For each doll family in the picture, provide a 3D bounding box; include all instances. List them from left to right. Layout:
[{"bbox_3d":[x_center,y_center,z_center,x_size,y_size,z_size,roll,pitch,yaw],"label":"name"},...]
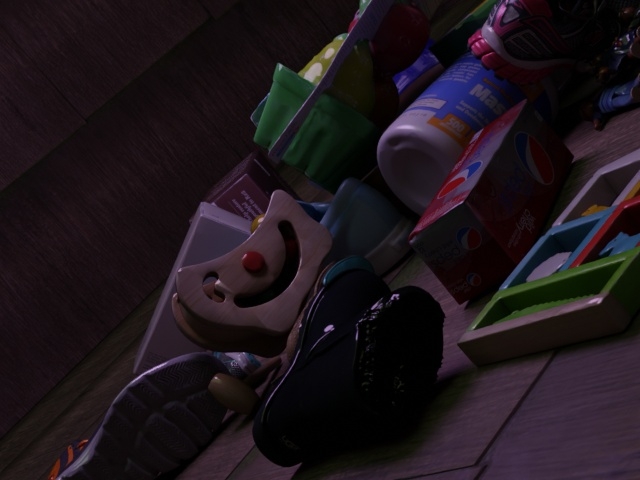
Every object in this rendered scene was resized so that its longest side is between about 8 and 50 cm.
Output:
[{"bbox_3d":[0.359,-0.212,1.407,0.193,0.076,0.111,-48,15,-24],"label":"doll family"}]

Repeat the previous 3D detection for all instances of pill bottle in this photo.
[{"bbox_3d":[0.206,-0.157,1.527,0.272,0.152,0.152,-46,10,-30],"label":"pill bottle"}]

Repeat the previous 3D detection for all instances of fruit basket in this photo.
[{"bbox_3d":[0.052,-0.241,1.651,0.353,0.165,0.327,-63,-12,1],"label":"fruit basket"}]

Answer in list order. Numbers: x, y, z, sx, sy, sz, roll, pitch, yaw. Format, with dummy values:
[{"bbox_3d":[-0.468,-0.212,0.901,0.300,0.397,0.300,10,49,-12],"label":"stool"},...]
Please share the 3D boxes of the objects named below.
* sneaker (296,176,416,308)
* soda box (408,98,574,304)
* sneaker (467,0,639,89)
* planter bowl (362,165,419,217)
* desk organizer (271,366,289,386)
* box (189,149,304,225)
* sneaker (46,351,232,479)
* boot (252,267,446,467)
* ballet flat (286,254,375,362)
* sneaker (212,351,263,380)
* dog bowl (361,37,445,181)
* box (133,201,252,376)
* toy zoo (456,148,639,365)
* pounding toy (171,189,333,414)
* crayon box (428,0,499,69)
[{"bbox_3d":[-0.026,0.016,1.673,0.366,0.150,0.135,-33,10,40],"label":"sneaker"},{"bbox_3d":[0.183,-0.046,1.263,0.083,0.092,0.263,-34,11,36],"label":"soda box"},{"bbox_3d":[0.318,-0.269,1.481,0.299,0.121,0.112,-21,-27,-41],"label":"sneaker"},{"bbox_3d":[0.139,-0.095,1.674,0.217,0.090,0.217,-42,0,0],"label":"planter bowl"},{"bbox_3d":[0.013,0.125,1.305,0.130,0.047,0.050,-39,6,11],"label":"desk organizer"},{"bbox_3d":[-0.112,-0.037,2.183,0.143,0.191,0.381,-40,9,8],"label":"box"},{"bbox_3d":[-0.254,0.259,1.529,0.321,0.124,0.180,-43,10,-12],"label":"sneaker"},{"bbox_3d":[0.051,0.092,1.128,0.207,0.094,0.246,-36,16,49],"label":"boot"},{"bbox_3d":[0.007,0.086,1.457,0.067,0.073,0.206,-45,3,34],"label":"ballet flat"},{"bbox_3d":[-0.129,0.178,1.615,0.076,0.065,0.166,-47,8,-12],"label":"sneaker"},{"bbox_3d":[0.116,-0.216,1.986,0.265,0.104,0.265,-40,-24,-22],"label":"dog bowl"},{"bbox_3d":[-0.195,0.087,1.865,0.113,0.094,0.275,-110,43,-75],"label":"box"},{"bbox_3d":[0.254,-0.016,1.010,0.293,0.030,0.192,-46,10,-28],"label":"toy zoo"},{"bbox_3d":[-0.101,0.079,1.510,0.155,0.154,0.269,110,-174,-58],"label":"pounding toy"},{"bbox_3d":[0.326,-0.315,1.716,0.318,0.081,0.202,-40,-27,9],"label":"crayon box"}]
